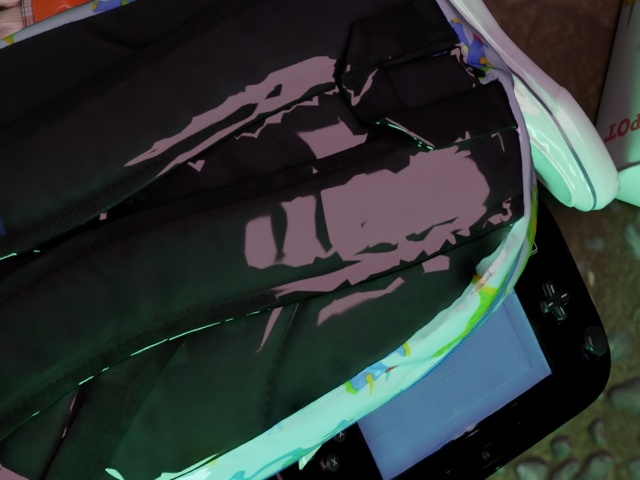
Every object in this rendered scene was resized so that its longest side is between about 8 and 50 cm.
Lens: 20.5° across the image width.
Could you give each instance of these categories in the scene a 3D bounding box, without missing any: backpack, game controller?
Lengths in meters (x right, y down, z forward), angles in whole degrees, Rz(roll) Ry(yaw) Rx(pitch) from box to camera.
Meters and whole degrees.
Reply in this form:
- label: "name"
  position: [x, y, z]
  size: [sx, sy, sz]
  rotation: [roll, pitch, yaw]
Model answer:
- label: "backpack"
  position: [-0.061, -0.004, 0.911]
  size: [0.355, 0.273, 0.290]
  rotation: [-32, 73, 13]
- label: "game controller"
  position: [0.067, 0.075, 1.114]
  size: [0.319, 0.067, 0.166]
  rotation: [-27, 101, -43]

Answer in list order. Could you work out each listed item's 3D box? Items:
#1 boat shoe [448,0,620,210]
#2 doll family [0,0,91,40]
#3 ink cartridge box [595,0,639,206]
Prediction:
- label: "boat shoe"
  position: [0.108, -0.098, 1.210]
  size: [0.076, 0.083, 0.226]
  rotation: [-39, 86, -14]
- label: "doll family"
  position: [-0.157, -0.174, 1.079]
  size: [0.163, 0.118, 0.263]
  rotation: [-5, 55, -15]
- label: "ink cartridge box"
  position: [0.317, -0.177, 1.229]
  size: [0.131, 0.226, 0.306]
  rotation: [18, 75, -19]
